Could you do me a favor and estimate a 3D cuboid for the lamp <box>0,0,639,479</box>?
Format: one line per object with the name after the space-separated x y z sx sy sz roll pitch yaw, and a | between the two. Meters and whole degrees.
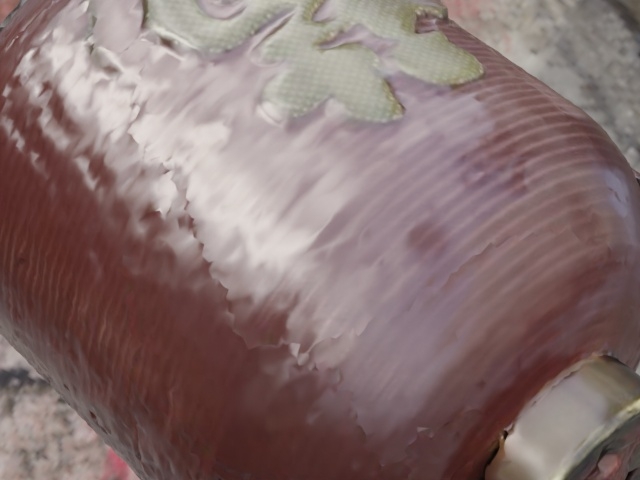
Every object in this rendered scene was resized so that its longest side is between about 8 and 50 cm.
0.000 0.000 0.448 0.258 0.180 0.180 39 35 28 | lamp
